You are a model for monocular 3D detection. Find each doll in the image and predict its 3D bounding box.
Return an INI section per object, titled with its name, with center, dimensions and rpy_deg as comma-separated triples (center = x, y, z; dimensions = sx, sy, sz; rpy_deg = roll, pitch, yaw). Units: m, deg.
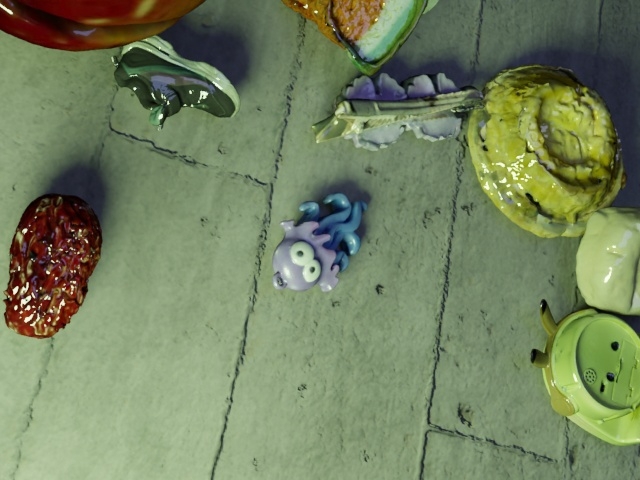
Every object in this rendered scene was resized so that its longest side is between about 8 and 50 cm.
[doll]
center = 0.000, 0.000, 1.431
dimensions = 0.110, 0.067, 0.206
rpy_deg = 56, 48, -14

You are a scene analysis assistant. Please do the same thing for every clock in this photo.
[clock]
center = 0.381, 0.175, 1.579
dimensions = 0.232, 0.069, 0.170
rpy_deg = 27, 64, -19

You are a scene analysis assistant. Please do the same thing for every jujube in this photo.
[jujube]
center = -0.294, 0.027, 1.245
dimensions = 0.104, 0.104, 0.166
rpy_deg = 12, 75, -25

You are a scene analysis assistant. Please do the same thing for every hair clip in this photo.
[hair clip]
center = 0.109, -0.181, 1.537
dimensions = 0.292, 0.084, 0.106
rpy_deg = -12, 76, -36

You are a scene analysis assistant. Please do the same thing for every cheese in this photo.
[cheese]
center = 0.485, 0.025, 1.651
dimensions = 0.262, 0.093, 0.159
rpy_deg = -4, 101, -33

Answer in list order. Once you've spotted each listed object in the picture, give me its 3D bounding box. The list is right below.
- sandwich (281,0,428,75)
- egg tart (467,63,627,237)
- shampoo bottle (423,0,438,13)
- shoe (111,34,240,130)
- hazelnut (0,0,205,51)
[sandwich]
center = 0.054, -0.362, 1.516
dimensions = 0.212, 0.109, 0.292
rpy_deg = -1, 89, -9
[egg tart]
center = 0.342, -0.139, 1.638
dimensions = 0.278, 0.095, 0.279
rpy_deg = 7, 74, -25
[shampoo bottle]
center = 0.082, -0.405, 1.601
dimensions = 0.212, 0.049, 0.072
rpy_deg = 32, 74, -18
[shoe]
center = -0.184, -0.180, 1.382
dimensions = 0.169, 0.071, 0.099
rpy_deg = 30, 66, -13
[hazelnut]
center = -0.276, -0.433, 1.229
dimensions = 0.402, 0.402, 0.429
rpy_deg = -32, 81, -32
